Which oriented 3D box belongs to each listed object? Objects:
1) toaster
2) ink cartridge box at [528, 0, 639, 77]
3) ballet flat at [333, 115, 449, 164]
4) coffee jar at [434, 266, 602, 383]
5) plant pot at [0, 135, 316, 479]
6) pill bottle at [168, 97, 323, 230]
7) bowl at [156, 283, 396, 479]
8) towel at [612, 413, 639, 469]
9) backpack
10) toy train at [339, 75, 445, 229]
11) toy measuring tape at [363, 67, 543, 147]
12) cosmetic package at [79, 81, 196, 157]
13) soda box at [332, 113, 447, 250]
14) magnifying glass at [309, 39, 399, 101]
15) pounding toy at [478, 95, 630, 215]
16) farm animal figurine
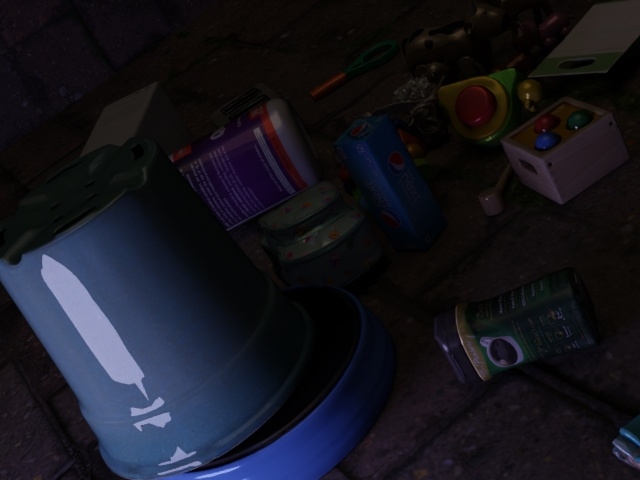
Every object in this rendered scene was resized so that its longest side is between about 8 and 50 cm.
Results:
[{"bbox_3d":[-0.139,-0.247,2.200,0.185,0.110,0.168,-34,25,-4],"label":"toaster"},{"bbox_3d":[0.490,-0.333,1.751,0.171,0.056,0.235,7,48,52],"label":"ink cartridge box"},{"bbox_3d":[0.122,-0.189,1.882,0.249,0.058,0.084,-8,34,39],"label":"ballet flat"},{"bbox_3d":[0.232,0.104,1.216,0.184,0.096,0.079,-20,29,19],"label":"coffee jar"},{"bbox_3d":[-0.233,0.069,1.328,0.341,0.334,0.341,-25,26,13],"label":"plant pot"},{"bbox_3d":[-0.169,-0.123,1.934,0.322,0.182,0.181,-27,27,8],"label":"pill bottle"},{"bbox_3d":[-0.086,0.203,1.401,0.391,0.077,0.391,-24,27,13],"label":"bowl"},{"bbox_3d":[0.478,0.167,0.913,0.271,0.040,0.370,-40,28,-15],"label":"towel"},{"bbox_3d":[0.000,0.000,1.593,0.165,0.144,0.188,-30,29,-10],"label":"backpack"},{"bbox_3d":[0.147,-0.140,1.650,0.248,0.105,0.143,-53,34,18],"label":"toy train"},{"bbox_3d":[0.222,-0.201,1.733,0.330,0.121,0.121,-13,32,32],"label":"toy measuring tape"},{"bbox_3d":[-0.387,-0.158,2.193,0.156,0.217,0.385,-23,25,16],"label":"cosmetic package"},{"bbox_3d":[0.108,-0.084,1.542,0.067,0.210,0.071,-1,40,46],"label":"soda box"},{"bbox_3d":[0.077,-0.385,2.313,0.231,0.026,0.092,-32,26,-5],"label":"magnifying glass"},{"bbox_3d":[0.316,-0.127,1.529,0.206,0.094,0.181,-34,26,-6],"label":"pounding toy"},{"bbox_3d":[0.294,-0.383,1.908,0.326,0.172,0.330,-17,30,27],"label":"farm animal figurine"}]
